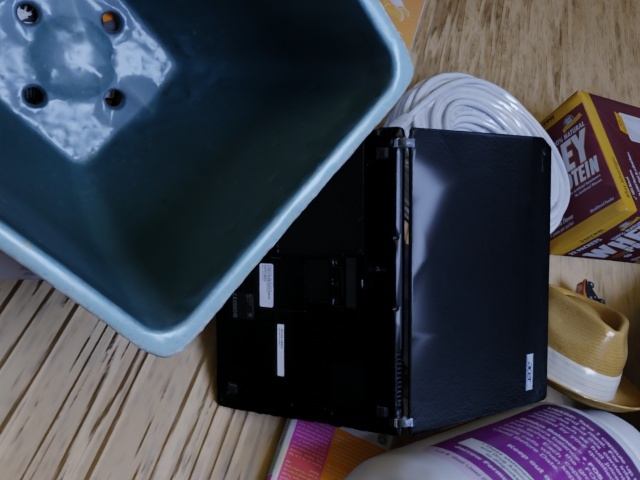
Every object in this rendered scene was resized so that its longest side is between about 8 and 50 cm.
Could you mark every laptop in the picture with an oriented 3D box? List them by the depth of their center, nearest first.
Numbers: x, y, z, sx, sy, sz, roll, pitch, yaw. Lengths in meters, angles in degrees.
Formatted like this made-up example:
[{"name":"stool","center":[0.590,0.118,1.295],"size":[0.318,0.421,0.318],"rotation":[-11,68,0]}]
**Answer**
[{"name":"laptop","center":[0.054,0.028,0.483],"size":[0.136,0.264,0.234],"rotation":[-8,98,-66]}]

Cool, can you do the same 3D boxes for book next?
[{"name":"book","center":[0.008,0.194,0.494],"size":[0.096,0.035,0.144],"rotation":[29,53,-7]}]

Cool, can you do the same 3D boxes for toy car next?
[{"name":"toy car","center":[0.335,0.112,0.703],"size":[0.060,0.040,0.122],"rotation":[38,47,-30]}]

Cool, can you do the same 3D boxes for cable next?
[{"name":"cable","center":[0.199,-0.099,0.725],"size":[0.257,0.089,0.257],"rotation":[37,52,-5]}]

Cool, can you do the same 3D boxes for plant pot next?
[{"name":"plant pot","center":[-0.145,-0.123,0.377],"size":[0.247,0.252,0.248],"rotation":[-50,124,-12]}]

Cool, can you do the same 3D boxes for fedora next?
[{"name":"fedora","center":[0.268,0.099,0.598],"size":[0.194,0.079,0.194],"rotation":[20,17,-6]}]

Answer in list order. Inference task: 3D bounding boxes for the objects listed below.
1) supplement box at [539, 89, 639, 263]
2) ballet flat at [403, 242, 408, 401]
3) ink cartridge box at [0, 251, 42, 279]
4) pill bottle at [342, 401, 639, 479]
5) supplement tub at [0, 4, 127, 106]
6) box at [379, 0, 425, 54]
[{"name":"supplement box","center":[0.416,-0.083,0.801],"size":[0.194,0.129,0.191],"rotation":[6,61,-25]},{"name":"ballet flat","center":[0.000,0.000,0.545],"size":[0.409,0.147,0.147],"rotation":[45,52,3]},{"name":"ink cartridge box","center":[-0.327,-0.094,0.388],"size":[0.311,0.186,0.065],"rotation":[44,83,0]},{"name":"pill bottle","center":[0.164,0.227,0.455],"size":[0.301,0.169,0.169],"rotation":[1,62,-41]},{"name":"supplement tub","center":[-0.251,-0.181,0.518],"size":[0.190,0.117,0.117],"rotation":[-10,68,-32]},{"name":"box","center":[0.002,-0.300,0.685],"size":[0.215,0.168,0.345],"rotation":[27,54,-12]}]
